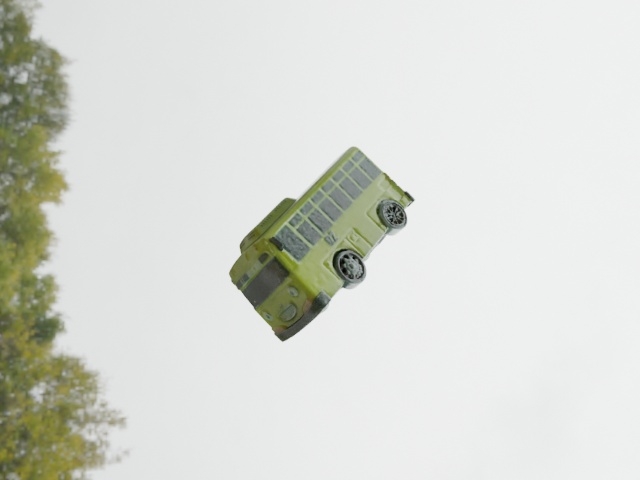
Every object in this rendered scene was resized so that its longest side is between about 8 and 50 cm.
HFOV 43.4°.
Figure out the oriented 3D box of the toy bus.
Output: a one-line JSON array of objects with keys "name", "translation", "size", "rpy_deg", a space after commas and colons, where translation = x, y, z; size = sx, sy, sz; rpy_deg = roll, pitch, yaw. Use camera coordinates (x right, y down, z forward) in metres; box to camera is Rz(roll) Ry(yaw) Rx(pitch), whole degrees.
[{"name": "toy bus", "translation": [0.000, 0.000, 0.730], "size": [0.101, 0.175, 0.088], "rpy_deg": [45, -41, -3]}]
